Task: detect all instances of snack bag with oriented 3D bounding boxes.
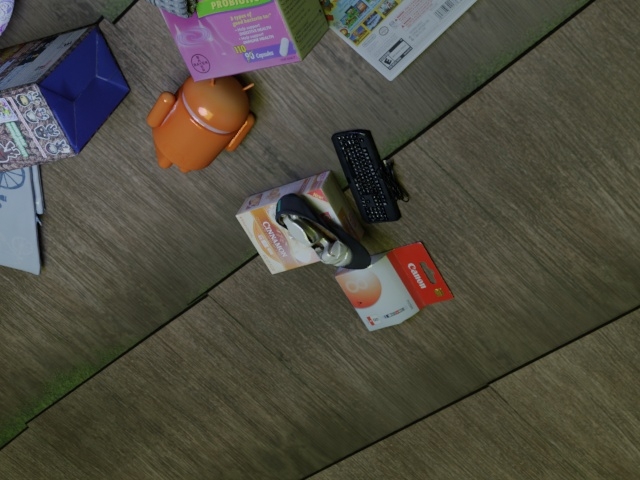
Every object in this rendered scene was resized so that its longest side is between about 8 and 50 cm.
[{"bbox_3d":[-0.705,-0.091,2.156,0.323,0.037,0.342,13,128,10],"label":"snack bag"}]

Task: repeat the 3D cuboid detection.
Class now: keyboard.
[{"bbox_3d":[0.088,-0.107,1.874,0.100,0.038,0.192,-9,123,24],"label":"keyboard"}]

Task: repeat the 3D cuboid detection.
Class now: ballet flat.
[{"bbox_3d":[0.000,0.000,1.874,0.203,0.074,0.074,39,128,-12],"label":"ballet flat"}]

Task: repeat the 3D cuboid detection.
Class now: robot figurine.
[{"bbox_3d":[-0.205,-0.208,1.840,0.158,0.128,0.219,39,129,-9],"label":"robot figurine"}]

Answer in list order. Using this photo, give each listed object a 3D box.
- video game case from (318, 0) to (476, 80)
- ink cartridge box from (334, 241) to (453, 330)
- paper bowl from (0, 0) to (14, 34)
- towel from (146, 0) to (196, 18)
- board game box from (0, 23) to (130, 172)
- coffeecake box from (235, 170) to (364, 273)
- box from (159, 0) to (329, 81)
[{"bbox_3d":[0.108,-0.387,1.663,0.206,0.026,0.227,40,129,-13],"label":"video game case"},{"bbox_3d":[0.138,0.090,2.002,0.179,0.045,0.145,-16,120,31],"label":"ink cartridge box"},{"bbox_3d":[-0.665,-0.423,1.766,0.148,0.284,0.284,56,137,30],"label":"paper bowl"},{"bbox_3d":[-0.314,-0.465,1.498,0.312,0.056,0.324,27,163,3],"label":"towel"},{"bbox_3d":[-0.522,-0.237,1.856,0.291,0.232,0.141,-9,123,25],"label":"board game box"},{"bbox_3d":[-0.036,-0.031,1.953,0.185,0.068,0.142,-16,118,28],"label":"coffeecake box"},{"bbox_3d":[-0.138,-0.393,1.665,0.213,0.117,0.243,-4,124,32],"label":"box"}]
